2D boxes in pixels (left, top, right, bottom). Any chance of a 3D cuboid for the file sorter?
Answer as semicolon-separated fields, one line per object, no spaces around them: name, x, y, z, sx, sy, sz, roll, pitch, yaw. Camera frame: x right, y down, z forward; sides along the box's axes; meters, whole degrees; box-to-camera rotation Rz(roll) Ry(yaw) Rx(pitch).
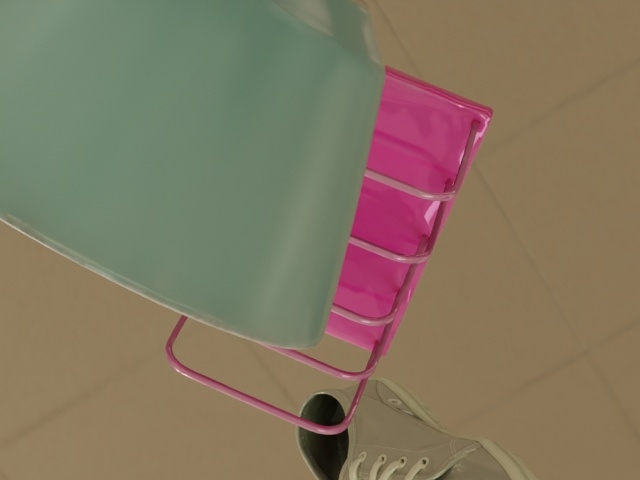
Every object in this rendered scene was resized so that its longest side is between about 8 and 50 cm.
file sorter;0.000;0.000;1.621;0.202;0.182;0.291;23;123;1

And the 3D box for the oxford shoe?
oxford shoe;0.100;0.259;1.811;0.130;0.449;0.169;-2;107;-26

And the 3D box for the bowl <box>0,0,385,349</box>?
bowl;-0.090;-0.095;0.898;0.311;0.311;0.163;29;99;-27
